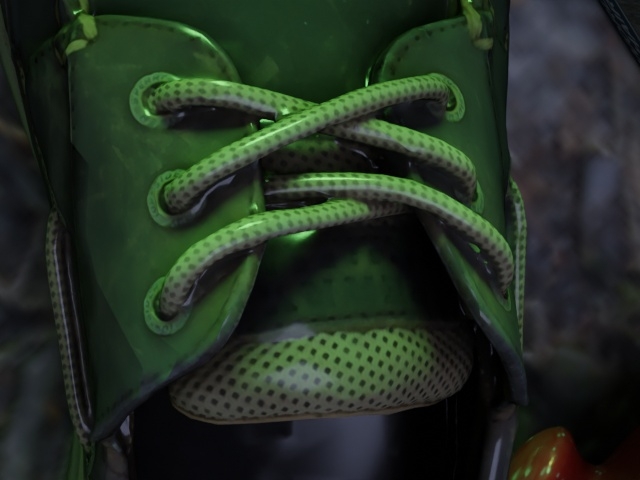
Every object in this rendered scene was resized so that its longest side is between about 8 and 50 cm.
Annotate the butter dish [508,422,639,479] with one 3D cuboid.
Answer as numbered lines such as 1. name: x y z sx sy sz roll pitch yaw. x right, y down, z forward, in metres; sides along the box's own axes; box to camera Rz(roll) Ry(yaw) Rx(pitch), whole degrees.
1. butter dish: 0.100 0.092 0.513 0.118 0.160 0.160 30 105 0

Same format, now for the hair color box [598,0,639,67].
1. hair color box: 0.239 -0.133 0.489 0.347 0.105 0.174 -39 116 -2

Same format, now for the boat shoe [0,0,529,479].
1. boat shoe: 0.000 0.000 0.439 0.132 0.130 0.355 -10 112 -16
